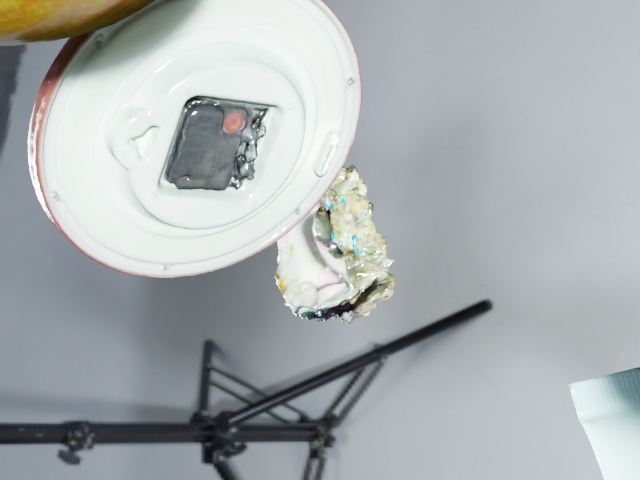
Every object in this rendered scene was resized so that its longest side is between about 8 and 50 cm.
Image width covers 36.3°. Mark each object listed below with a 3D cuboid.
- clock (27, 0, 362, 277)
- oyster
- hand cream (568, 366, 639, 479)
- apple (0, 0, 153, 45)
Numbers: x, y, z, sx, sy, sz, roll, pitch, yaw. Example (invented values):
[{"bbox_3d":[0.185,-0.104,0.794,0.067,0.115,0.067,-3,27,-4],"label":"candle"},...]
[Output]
[{"bbox_3d":[-0.103,-0.096,0.885,0.318,0.318,0.080,-56,46,18],"label":"clock"},{"bbox_3d":[0.008,0.000,1.183,0.259,0.092,0.198,-132,50,-61],"label":"oyster"},{"bbox_3d":[0.229,0.214,0.496,0.109,0.067,0.321,-14,72,-1],"label":"hand cream"},{"bbox_3d":[-0.221,-0.290,0.624,0.339,0.339,0.339,-9,75,40],"label":"apple"}]
